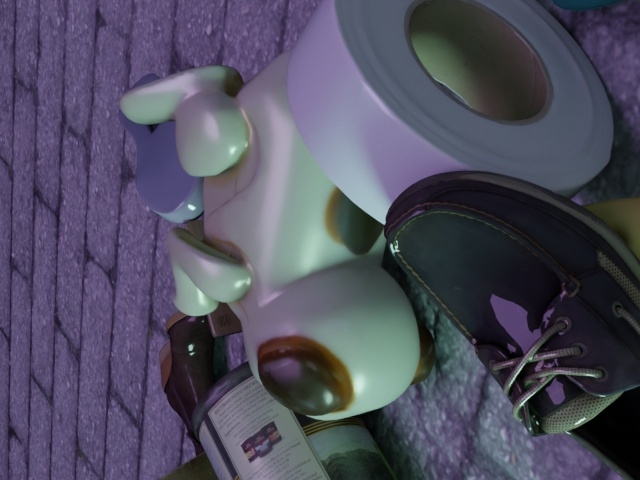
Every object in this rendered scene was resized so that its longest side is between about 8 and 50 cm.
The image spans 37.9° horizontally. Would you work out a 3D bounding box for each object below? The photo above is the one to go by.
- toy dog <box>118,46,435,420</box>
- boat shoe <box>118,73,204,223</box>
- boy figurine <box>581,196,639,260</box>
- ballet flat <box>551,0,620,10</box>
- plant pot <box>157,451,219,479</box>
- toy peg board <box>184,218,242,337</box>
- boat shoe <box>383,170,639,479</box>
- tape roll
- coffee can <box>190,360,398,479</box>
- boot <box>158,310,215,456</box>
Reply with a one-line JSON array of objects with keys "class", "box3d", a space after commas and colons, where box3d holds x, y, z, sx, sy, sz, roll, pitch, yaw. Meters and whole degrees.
[{"class": "toy dog", "box3d": [0.000, 0.000, 1.077, 0.395, 0.284, 0.408, -11, 87, 35]}, {"class": "boat shoe", "box3d": [-0.198, -0.116, 1.411, 0.136, 0.156, 0.367, -47, 37, 8]}, {"class": "boy figurine", "box3d": [0.270, 0.024, 0.780, 0.177, 0.092, 0.285, 34, 129, 6]}, {"class": "ballet flat", "box3d": [0.283, -0.263, 0.763, 0.232, 0.080, 0.073, -21, 51, 52]}, {"class": "plant pot", "box3d": [-0.169, 0.467, 1.443, 0.230, 0.215, 0.215, 57, 139, 13]}, {"class": "toy peg board", "box3d": [-0.095, 0.047, 1.288, 0.079, 0.160, 0.161, 130, 126, -66]}, {"class": "boat shoe", "box3d": [0.198, 0.081, 0.704, 0.355, 0.130, 0.132, 34, 130, -7]}, {"class": "tape roll", "box3d": [0.115, -0.132, 0.827, 0.100, 0.286, 0.286, -52, 54, 47]}, {"class": "coffee can", "box3d": [-0.017, 0.301, 1.168, 0.275, 0.201, 0.201, 57, 138, 32]}, {"class": "boot", "box3d": [-0.186, 0.228, 1.512, 0.207, 0.090, 0.248, 64, 147, 21]}]
